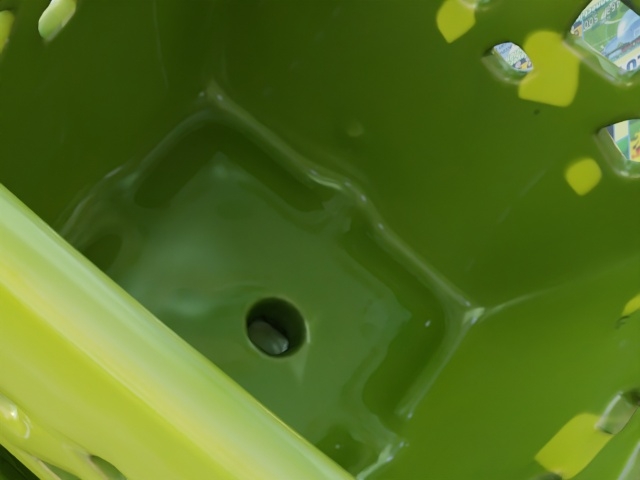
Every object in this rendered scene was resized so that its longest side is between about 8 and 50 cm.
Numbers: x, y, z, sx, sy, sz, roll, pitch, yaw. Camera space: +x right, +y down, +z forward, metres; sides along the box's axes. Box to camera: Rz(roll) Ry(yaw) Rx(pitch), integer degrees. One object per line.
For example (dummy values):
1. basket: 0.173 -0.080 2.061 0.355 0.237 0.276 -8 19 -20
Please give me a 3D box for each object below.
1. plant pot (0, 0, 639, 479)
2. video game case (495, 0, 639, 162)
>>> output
1. plant pot: 0.000 0.000 0.492 0.227 0.228 0.207 -50 0 -31
2. video game case: 0.129 -0.100 0.907 0.036 0.300 0.329 27 -39 -30
